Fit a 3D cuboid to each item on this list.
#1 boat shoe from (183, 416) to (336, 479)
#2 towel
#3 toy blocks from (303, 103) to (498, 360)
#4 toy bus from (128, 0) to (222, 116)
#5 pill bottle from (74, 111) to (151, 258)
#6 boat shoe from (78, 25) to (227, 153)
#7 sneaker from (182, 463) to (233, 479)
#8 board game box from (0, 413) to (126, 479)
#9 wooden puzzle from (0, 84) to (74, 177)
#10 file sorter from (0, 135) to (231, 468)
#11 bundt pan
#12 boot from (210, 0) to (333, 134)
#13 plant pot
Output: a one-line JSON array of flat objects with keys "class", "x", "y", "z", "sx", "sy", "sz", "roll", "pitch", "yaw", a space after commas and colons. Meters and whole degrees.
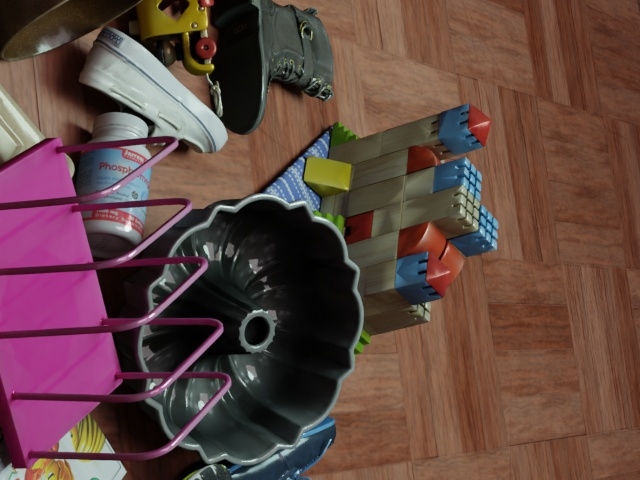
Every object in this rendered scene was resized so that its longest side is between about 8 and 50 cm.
[{"class": "boat shoe", "x": -0.078, "y": 0.296, "z": 1.922, "sx": 0.258, "sy": 0.109, "sz": 0.089, "roll": -20, "pitch": 104, "yaw": -41}, {"class": "towel", "x": 0.000, "y": 0.000, "z": 2.189, "sx": 0.243, "sy": 0.040, "sz": 0.336, "roll": 65, "pitch": 32, "yaw": -16}, {"class": "toy blocks", "x": 0.129, "y": -0.026, "z": 2.117, "sx": 0.191, "sy": 0.261, "sz": 0.381, "roll": 43, "pitch": 43, "yaw": -41}, {"class": "toy bus", "x": -0.192, "y": -0.280, "z": 1.912, "sx": 0.191, "sy": 0.104, "sz": 0.202, "roll": 90, "pitch": -10, "yaw": -45}, {"class": "pill bottle", "x": -0.245, "y": -0.066, "z": 1.775, "sx": 0.087, "sy": 0.087, "sz": 0.160, "roll": 34, "pitch": 52, "yaw": -48}, {"class": "boat shoe", "x": -0.208, "y": -0.162, "z": 1.868, "sx": 0.088, "sy": 0.096, "sz": 0.267, "roll": -57, "pitch": 150, "yaw": -8}, {"class": "sneaker", "x": -0.193, "y": 0.331, "z": 1.688, "sx": 0.300, "sy": 0.121, "sz": 0.111, "roll": -19, "pitch": 98, "yaw": -58}, {"class": "board game box", "x": -0.332, "y": 0.269, "z": 1.558, "sx": 0.193, "sy": 0.053, "sz": 0.305, "roll": 62, "pitch": 35, "yaw": -23}, {"class": "wooden puzzle", "x": -0.433, "y": -0.083, "z": 1.509, "sx": 0.348, "sy": 0.080, "sz": 0.322, "roll": 49, "pitch": 41, "yaw": -30}, {"class": "file sorter", "x": -0.222, "y": 0.057, "z": 1.532, "sx": 0.202, "sy": 0.182, "sz": 0.291, "roll": -45, "pitch": 128, "yaw": -59}, {"class": "bundt pan", "x": -0.111, "y": 0.097, "z": 1.819, "sx": 0.330, "sy": 0.124, "sz": 0.331, "roll": -9, "pitch": 105, "yaw": -36}, {"class": "boot", "x": -0.052, "y": -0.245, "z": 2.131, "sx": 0.229, "sy": 0.091, "sz": 0.263, "roll": 24, "pitch": 58, "yaw": -51}, {"class": "plant pot", "x": -0.317, "y": -0.353, "z": 1.682, "sx": 0.230, "sy": 0.215, "sz": 0.215, "roll": 61, "pitch": 33, "yaw": 0}]
